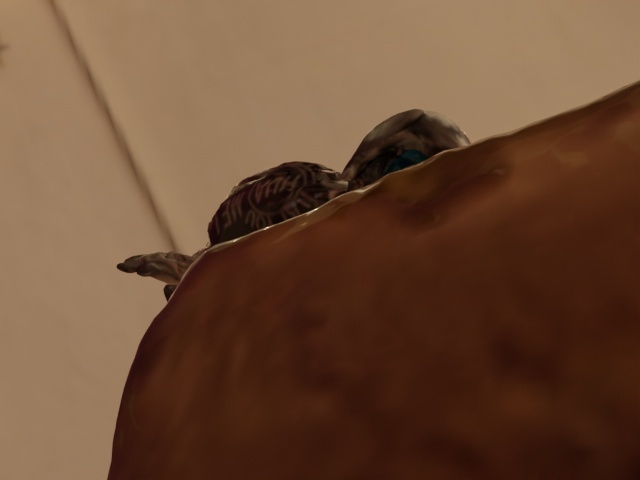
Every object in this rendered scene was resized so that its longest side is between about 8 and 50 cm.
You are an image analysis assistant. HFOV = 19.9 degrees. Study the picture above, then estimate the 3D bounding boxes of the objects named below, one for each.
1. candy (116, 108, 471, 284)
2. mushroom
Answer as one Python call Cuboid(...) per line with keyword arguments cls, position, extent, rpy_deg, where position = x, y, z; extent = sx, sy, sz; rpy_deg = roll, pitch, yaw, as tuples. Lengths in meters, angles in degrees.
Cuboid(cls="candy", position=(0.000, -0.001, 0.801), extent=(0.226, 0.051, 0.094), rpy_deg=(-13, -41, 45))
Cuboid(cls="mushroom", position=(0.130, 0.106, 0.459), extent=(0.224, 0.397, 0.313), rpy_deg=(53, 31, -27))
